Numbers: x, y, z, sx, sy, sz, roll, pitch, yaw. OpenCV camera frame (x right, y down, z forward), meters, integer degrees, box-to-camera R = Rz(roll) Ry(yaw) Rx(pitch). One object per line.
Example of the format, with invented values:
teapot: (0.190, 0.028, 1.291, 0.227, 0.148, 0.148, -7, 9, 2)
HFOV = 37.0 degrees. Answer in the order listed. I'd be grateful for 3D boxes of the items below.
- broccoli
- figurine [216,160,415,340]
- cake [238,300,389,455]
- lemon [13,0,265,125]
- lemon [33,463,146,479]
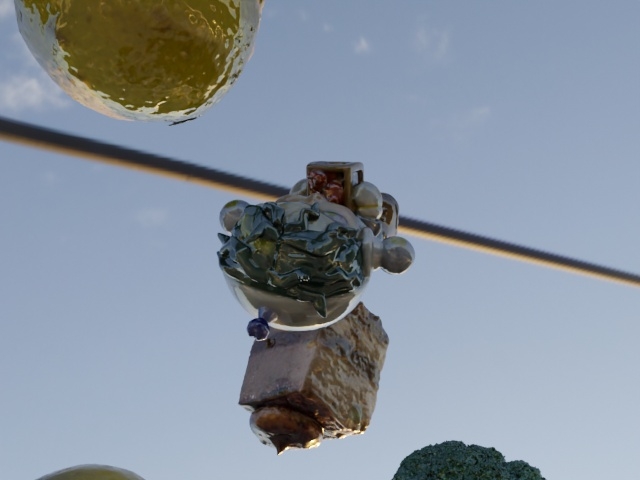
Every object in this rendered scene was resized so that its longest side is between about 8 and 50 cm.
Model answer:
broccoli: (0.202, 0.421, 1.409, 0.245, 0.265, 0.294, 40, -53, 10)
figurine: (0.003, -0.002, 1.254, 0.261, 0.382, 0.186, -3, -75, 23)
cake: (-0.018, 0.251, 1.750, 0.198, 0.293, 0.196, -15, -45, 38)
lemon: (-0.270, -0.344, 1.392, 0.387, 0.350, 0.350, 15, -55, -29)
lemon: (-0.306, 0.430, 1.205, 0.297, 0.297, 0.297, -4, -51, -5)
